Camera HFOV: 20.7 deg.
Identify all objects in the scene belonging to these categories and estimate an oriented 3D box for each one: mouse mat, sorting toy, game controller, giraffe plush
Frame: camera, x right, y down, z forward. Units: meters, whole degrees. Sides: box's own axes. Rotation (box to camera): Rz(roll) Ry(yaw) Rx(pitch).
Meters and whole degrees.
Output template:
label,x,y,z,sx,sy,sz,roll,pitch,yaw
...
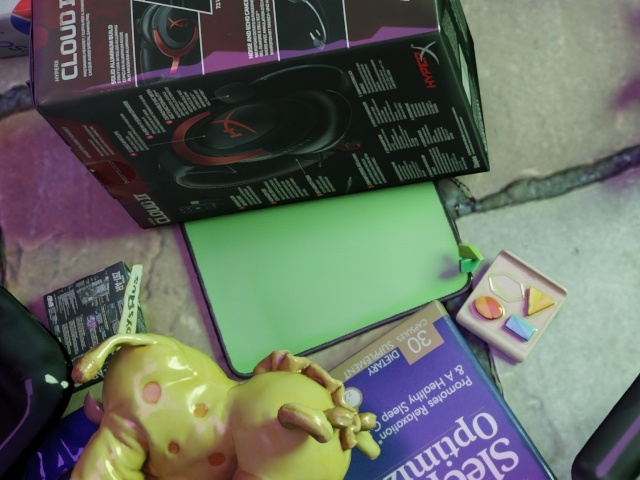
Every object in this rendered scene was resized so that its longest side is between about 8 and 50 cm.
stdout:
label,x,y,z,sx,sy,sz,roll,pitch,yaw
mouse mat,0.000,0.000,1.259,0.189,0.007,0.153,-21,74,6
sorting toy,0.122,0.038,1.216,0.083,0.012,0.062,34,86,11
game controller,-0.309,0.175,1.243,0.166,0.067,0.319,38,88,32
giraffe plush,-0.055,0.132,1.132,0.170,0.181,0.210,12,111,18

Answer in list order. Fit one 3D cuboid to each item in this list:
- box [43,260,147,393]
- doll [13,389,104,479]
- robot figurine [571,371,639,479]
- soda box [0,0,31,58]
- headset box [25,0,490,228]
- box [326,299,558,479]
label,x,y,z,sx,sy,sz,roll,pitch,yaw
box,-0.161,0.062,1.257,0.067,0.018,0.083,-24,50,5
doll,-0.217,0.188,1.241,0.189,0.046,0.129,-40,70,-1
robot figurine,0.274,0.181,1.067,0.278,0.209,0.173,-54,43,-3
soda box,-0.180,-0.202,1.301,0.286,0.091,0.098,-6,76,11
headset box,-0.049,-0.110,1.180,0.293,0.218,0.110,-10,67,11
box,0.085,0.170,1.186,0.136,0.036,0.225,-34,74,3
